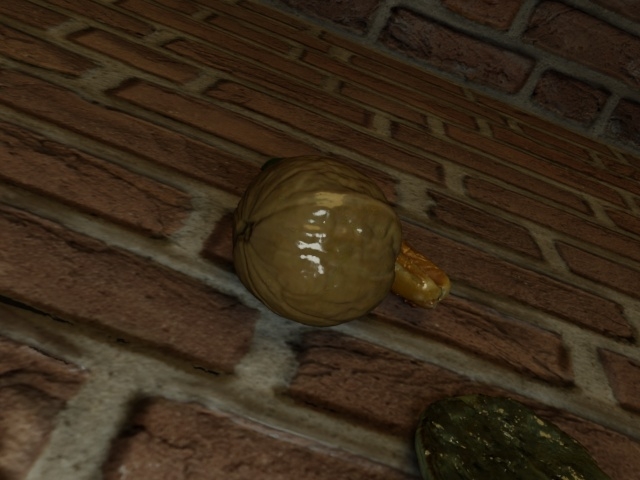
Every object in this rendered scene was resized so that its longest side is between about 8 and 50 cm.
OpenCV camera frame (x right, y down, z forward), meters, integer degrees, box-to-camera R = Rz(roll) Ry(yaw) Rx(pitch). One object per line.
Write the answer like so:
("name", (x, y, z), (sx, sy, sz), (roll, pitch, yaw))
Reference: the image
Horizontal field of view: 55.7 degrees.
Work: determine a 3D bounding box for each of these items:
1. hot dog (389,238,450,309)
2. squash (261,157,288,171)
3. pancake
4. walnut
("hot dog", (0.085, 0.022, 0.919), (0.249, 0.076, 0.102), (39, 30, 30))
("squash", (0.014, -0.081, 1.048), (0.258, 0.069, 0.069), (29, 30, 11))
("pancake", (0.210, 0.249, 0.647), (0.254, 0.037, 0.253), (17, 23, -7))
("walnut", (0.000, 0.000, 0.769), (0.228, 0.228, 0.228), (17, 30, -10))
